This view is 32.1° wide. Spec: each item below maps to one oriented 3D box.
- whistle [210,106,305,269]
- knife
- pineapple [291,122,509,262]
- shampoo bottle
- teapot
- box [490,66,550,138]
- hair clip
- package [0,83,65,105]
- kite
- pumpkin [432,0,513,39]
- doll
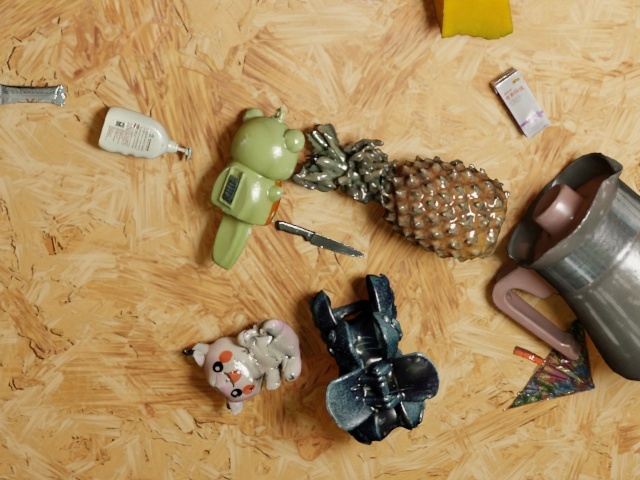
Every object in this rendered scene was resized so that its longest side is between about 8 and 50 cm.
[{"bbox_3d":[-0.114,-0.087,1.836,0.106,0.131,0.288,0,115,-53],"label":"whistle"},{"bbox_3d":[0.000,0.000,1.938,0.170,0.010,0.023,20,105,-16],"label":"knife"},{"bbox_3d":[0.130,-0.078,1.859,0.361,0.175,0.175,15,107,-3],"label":"pineapple"},{"bbox_3d":[-0.282,-0.167,1.821,0.152,0.045,0.077,15,105,-11],"label":"shampoo bottle"},{"bbox_3d":[0.496,0.059,1.908,0.361,0.305,0.376,39,129,-10],"label":"teapot"},{"bbox_3d":[0.340,-0.233,1.887,0.050,0.036,0.117,-36,110,5],"label":"box"},{"bbox_3d":[0.086,0.222,1.923,0.194,0.206,0.310,-20,110,-4],"label":"hair clip"},{"bbox_3d":[-0.466,-0.234,1.787,0.110,0.015,0.037,0,110,-6],"label":"package"},{"bbox_3d":[0.438,0.247,2.086,0.189,0.009,0.232,28,103,-16],"label":"kite"},{"bbox_3d":[0.229,-0.446,1.761,0.131,0.126,0.248,-14,130,-11],"label":"pumpkin"},{"bbox_3d":[-0.127,0.210,1.952,0.192,0.095,0.149,-29,105,5],"label":"doll"}]
